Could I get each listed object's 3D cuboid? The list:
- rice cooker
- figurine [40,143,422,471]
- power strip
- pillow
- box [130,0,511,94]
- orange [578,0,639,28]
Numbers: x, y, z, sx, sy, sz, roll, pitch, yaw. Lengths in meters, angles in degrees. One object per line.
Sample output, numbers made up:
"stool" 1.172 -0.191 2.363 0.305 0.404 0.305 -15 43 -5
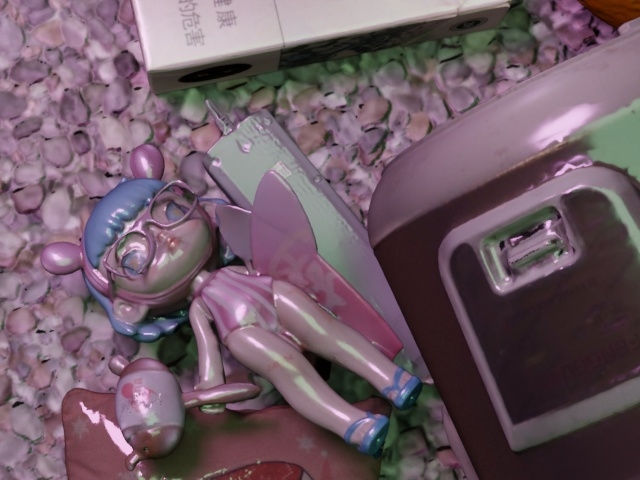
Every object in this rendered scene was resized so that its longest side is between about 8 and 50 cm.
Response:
"rice cooker" 0.214 0.048 0.999 0.335 0.335 0.325 -24 85 -7
"figurine" -0.064 0.064 1.060 0.260 0.103 0.205 33 80 17
"power strip" 0.000 0.000 1.133 0.060 0.027 0.253 -39 86 -7
"pillow" -0.060 0.213 1.070 0.223 0.084 0.236 -1 83 -5
"box" -0.011 -0.210 1.142 0.256 0.069 0.164 -11 83 -5
"orange" 0.249 -0.232 1.089 0.219 0.219 0.193 19 72 -1
